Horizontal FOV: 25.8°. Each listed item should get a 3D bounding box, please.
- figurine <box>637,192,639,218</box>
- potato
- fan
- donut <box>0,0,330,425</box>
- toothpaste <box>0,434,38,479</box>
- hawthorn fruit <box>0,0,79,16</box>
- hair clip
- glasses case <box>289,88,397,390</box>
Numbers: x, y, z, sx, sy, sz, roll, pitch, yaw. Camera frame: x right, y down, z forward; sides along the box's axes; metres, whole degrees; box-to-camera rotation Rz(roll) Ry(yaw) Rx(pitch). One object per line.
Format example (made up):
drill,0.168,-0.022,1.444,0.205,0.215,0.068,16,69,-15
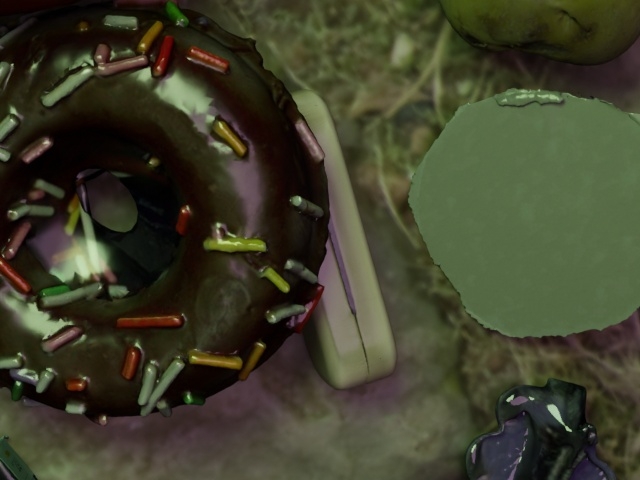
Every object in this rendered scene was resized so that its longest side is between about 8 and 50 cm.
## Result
figurine,0.314,-0.001,0.948,0.180,0.154,0.262,-12,82,15
potato,0.158,-0.214,0.907,0.154,0.137,0.200,14,90,-13
fan,0.203,-0.053,0.909,0.310,0.010,0.182,-33,95,23
donut,-0.124,-0.015,0.830,0.270,0.103,0.269,2,102,8
toothpaste,-0.303,0.238,0.841,0.313,0.089,0.071,-38,93,-9
hawthorn fruit,-0.194,-0.247,0.740,0.275,0.299,0.275,5,109,13
hair clip,0.151,0.194,0.971,0.124,0.052,0.195,17,93,-8
glasses case,0.000,0.000,0.906,0.050,0.083,0.196,-18,98,-14
